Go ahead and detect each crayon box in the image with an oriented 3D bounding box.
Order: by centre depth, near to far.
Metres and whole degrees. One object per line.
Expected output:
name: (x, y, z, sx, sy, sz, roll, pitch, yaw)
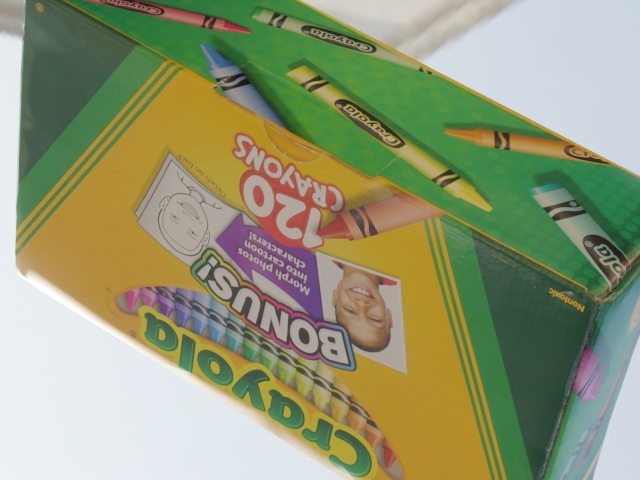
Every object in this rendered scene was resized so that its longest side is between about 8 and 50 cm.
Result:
crayon box: (0.000, 0.000, 0.793, 0.278, 0.165, 0.081, 29, -135, 20)
